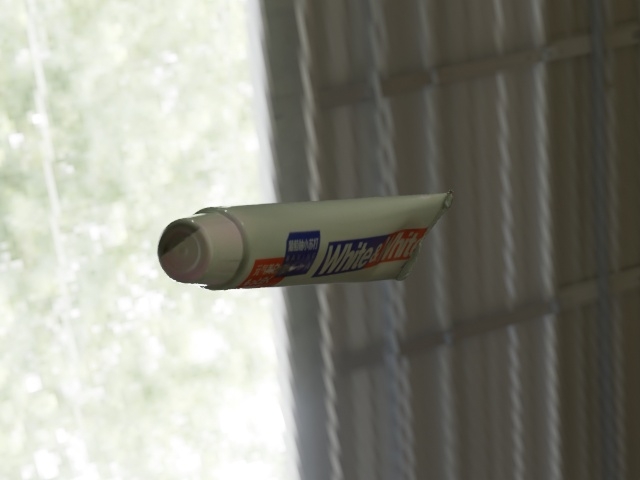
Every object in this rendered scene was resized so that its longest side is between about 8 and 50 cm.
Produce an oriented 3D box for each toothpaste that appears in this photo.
[{"bbox_3d":[0.000,0.000,0.724,0.033,0.218,0.052,36,-73,22],"label":"toothpaste"}]
